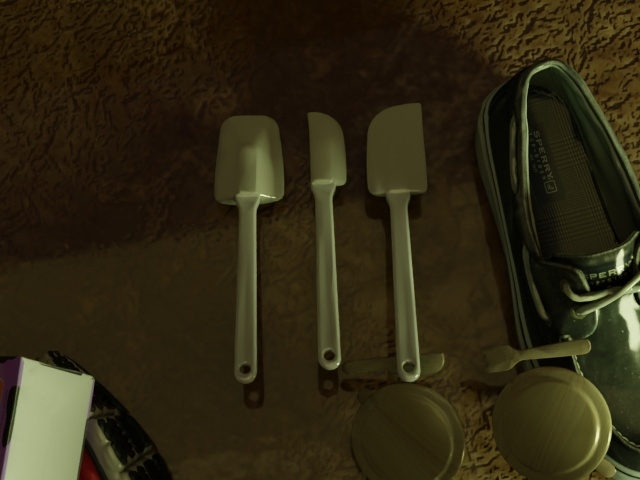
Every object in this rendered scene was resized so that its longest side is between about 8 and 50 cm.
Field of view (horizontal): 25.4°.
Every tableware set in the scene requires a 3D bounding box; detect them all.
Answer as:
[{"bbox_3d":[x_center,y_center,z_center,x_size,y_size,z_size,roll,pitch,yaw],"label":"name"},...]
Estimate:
[{"bbox_3d":[0.119,0.140,1.048,0.194,0.039,0.128,-8,92,19],"label":"tableware set"}]

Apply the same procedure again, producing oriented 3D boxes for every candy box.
[{"bbox_3d":[-0.260,0.168,0.995,0.196,0.070,0.165,-4,72,39],"label":"candy box"}]

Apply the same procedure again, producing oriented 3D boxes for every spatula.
[{"bbox_3d":[0.000,0.000,1.088,0.168,0.019,0.242,-1,62,1],"label":"spatula"}]

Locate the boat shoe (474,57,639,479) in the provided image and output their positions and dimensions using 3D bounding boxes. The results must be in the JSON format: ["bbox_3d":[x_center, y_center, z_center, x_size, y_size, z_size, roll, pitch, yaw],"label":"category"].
[{"bbox_3d":[0.195,0.024,1.058,0.121,0.119,0.335,-20,78,-6],"label":"boat shoe"}]

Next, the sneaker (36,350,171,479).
[{"bbox_3d":[-0.164,0.211,1.023,0.118,0.107,0.279,-29,74,4],"label":"sneaker"}]
